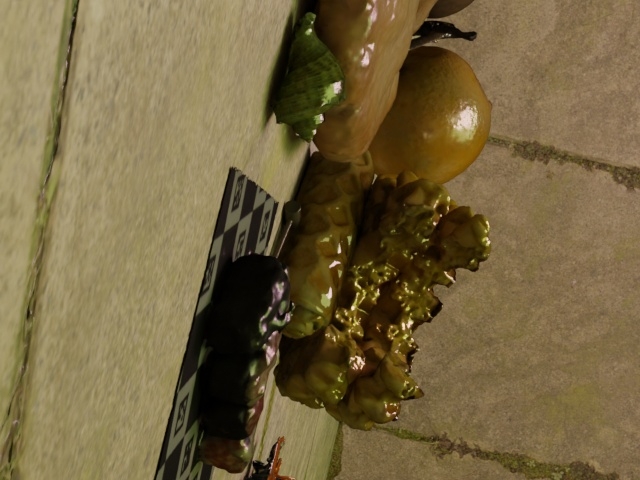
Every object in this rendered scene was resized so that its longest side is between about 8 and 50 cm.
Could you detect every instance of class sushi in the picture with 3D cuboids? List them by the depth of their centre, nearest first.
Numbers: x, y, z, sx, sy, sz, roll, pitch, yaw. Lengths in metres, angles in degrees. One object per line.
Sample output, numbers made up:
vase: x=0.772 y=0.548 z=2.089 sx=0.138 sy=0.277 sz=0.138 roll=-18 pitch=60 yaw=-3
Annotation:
sushi: x=-0.065 y=0.114 z=1.087 sx=0.320 sy=0.068 sz=0.340 roll=51 pitch=52 yaw=-83

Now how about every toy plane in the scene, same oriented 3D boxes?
toy plane: x=-0.080 y=0.328 z=1.545 sx=0.188 sy=0.062 sz=0.135 roll=32 pitch=71 yaw=-69

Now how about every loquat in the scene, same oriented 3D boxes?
loquat: x=0.152 y=-0.198 z=1.820 sx=0.244 sy=0.243 sz=0.244 roll=13 pitch=90 yaw=-84

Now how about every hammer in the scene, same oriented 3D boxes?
hammer: x=-0.047 y=0.006 z=1.301 sx=0.035 sy=0.019 sz=0.110 roll=94 pitch=16 yaw=-56
hammer: x=0.128 y=-0.293 z=1.740 sx=0.297 sy=0.125 sz=0.027 roll=-34 pitch=130 yaw=-53

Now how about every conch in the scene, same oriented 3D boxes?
conch: x=-0.016 y=-0.150 z=1.080 sx=0.089 sy=0.074 sz=0.121 roll=-5 pitch=-92 yaw=64

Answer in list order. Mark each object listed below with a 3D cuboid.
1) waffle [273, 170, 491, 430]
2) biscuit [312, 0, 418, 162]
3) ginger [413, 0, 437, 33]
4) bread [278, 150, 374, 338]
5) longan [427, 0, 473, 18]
waffle: x=0.070 y=0.076 z=1.439 sx=0.324 sy=0.151 sz=0.261 roll=-59 pitch=-164 yaw=-13
biscuit: x=0.069 y=-0.303 z=1.276 sx=0.446 sy=0.104 sz=0.429 roll=-65 pitch=167 yaw=-68
ginger: x=0.142 y=-0.397 z=1.575 sx=0.267 sy=0.138 sz=0.152 roll=-51 pitch=169 yaw=-2
bread: x=-0.001 y=0.000 z=1.377 sx=0.087 sy=0.098 sz=0.269 roll=46 pitch=45 yaw=-31
longan: x=0.177 y=-0.428 z=1.792 sx=0.187 sy=0.167 sz=0.168 roll=-178 pitch=-78 yaw=-76
